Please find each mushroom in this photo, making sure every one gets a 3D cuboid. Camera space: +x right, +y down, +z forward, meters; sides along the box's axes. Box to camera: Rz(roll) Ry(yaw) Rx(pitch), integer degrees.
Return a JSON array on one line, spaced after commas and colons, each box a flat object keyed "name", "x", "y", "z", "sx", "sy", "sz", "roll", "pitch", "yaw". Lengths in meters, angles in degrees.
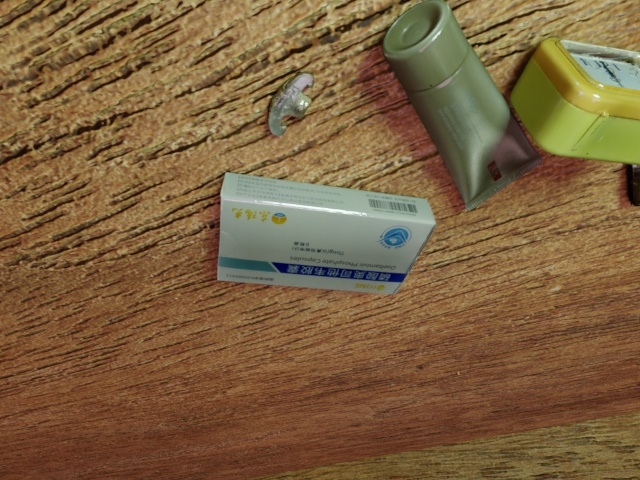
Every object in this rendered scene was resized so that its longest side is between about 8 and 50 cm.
[{"name": "mushroom", "x": -0.042, "y": -0.182, "z": 0.543, "sx": 0.049, "sy": 0.019, "sz": 0.101, "roll": 19, "pitch": 132, "yaw": -24}]

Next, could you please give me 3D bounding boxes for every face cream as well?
[{"name": "face cream", "x": 0.202, "y": -0.161, "z": 0.555, "sx": 0.137, "sy": 0.084, "sz": 0.341, "roll": -38, "pitch": 136, "yaw": 18}]

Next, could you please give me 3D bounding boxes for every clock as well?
[{"name": "clock", "x": 0.360, "y": -0.171, "z": 0.503, "sx": 0.203, "sy": 0.143, "sz": 0.096, "roll": 3, "pitch": 143, "yaw": -9}]

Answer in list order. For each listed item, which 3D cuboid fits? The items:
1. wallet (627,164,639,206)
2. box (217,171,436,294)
[{"name": "wallet", "x": 0.625, "y": -0.135, "z": 0.649, "sx": 0.232, "sy": 0.031, "sz": 0.122, "roll": -24, "pitch": 132, "yaw": 18}, {"name": "box", "x": 0.000, "y": 0.000, "z": 0.705, "sx": 0.344, "sy": 0.065, "sz": 0.200, "roll": 6, "pitch": 135, "yaw": -11}]
